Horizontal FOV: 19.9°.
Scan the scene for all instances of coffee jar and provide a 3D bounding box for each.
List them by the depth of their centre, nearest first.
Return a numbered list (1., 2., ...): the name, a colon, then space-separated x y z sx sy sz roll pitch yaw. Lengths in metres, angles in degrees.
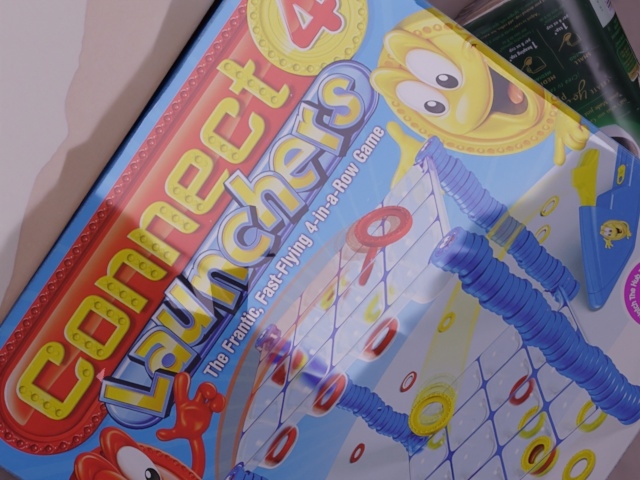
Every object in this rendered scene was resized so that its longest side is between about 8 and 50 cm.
1. coffee jar: 0.152 -0.066 1.039 0.096 0.079 0.184 -28 101 19

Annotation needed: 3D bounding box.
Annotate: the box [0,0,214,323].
1. box: -0.173 -0.059 0.884 0.121 0.148 0.311 36 77 -17

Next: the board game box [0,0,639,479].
1. board game box: 0.013 0.041 0.931 0.302 0.086 0.308 34 89 -14
